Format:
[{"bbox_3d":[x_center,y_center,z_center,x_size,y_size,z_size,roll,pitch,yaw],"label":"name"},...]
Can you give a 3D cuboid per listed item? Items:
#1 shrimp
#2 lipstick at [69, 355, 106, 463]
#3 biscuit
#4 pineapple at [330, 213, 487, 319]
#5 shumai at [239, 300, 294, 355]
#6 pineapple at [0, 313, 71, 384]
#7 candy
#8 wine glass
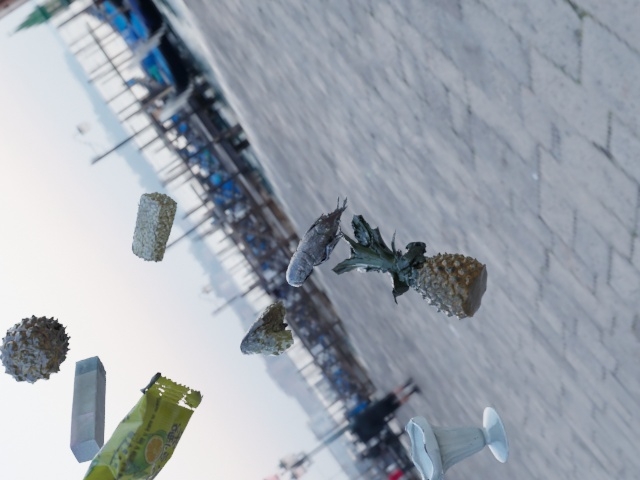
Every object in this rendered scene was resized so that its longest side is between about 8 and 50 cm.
[{"bbox_3d":[0.000,0.000,1.429,0.056,0.165,0.065,35,160,14],"label":"shrimp"},{"bbox_3d":[-0.577,0.415,2.305,0.317,0.068,0.066,-109,3,-57],"label":"lipstick"},{"bbox_3d":[-0.388,-0.031,2.151,0.082,0.168,0.070,28,-156,33],"label":"biscuit"},{"bbox_3d":[0.151,0.044,1.617,0.277,0.119,0.130,18,158,30],"label":"pineapple"},{"bbox_3d":[-0.122,0.212,2.085,0.105,0.139,0.123,60,-175,-2],"label":"shumai"},{"bbox_3d":[-0.661,0.244,2.157,0.166,0.166,0.193,56,-178,-16],"label":"pineapple"},{"bbox_3d":[-0.346,0.392,1.743,0.081,0.297,0.187,35,176,31],"label":"candy"},{"bbox_3d":[0.304,0.454,2.050,0.165,0.196,0.165,171,90,-80],"label":"wine glass"}]
